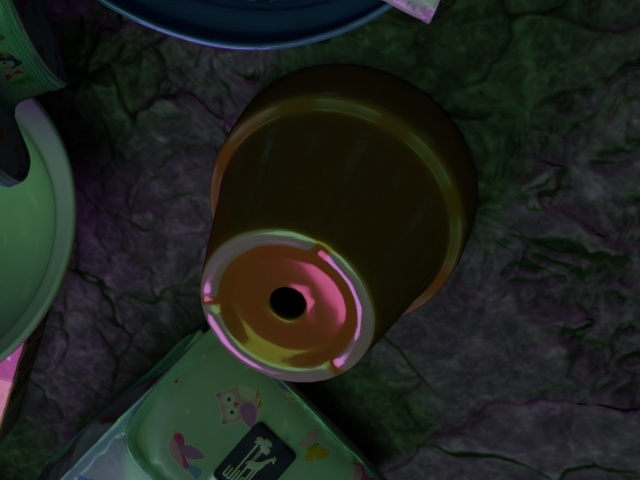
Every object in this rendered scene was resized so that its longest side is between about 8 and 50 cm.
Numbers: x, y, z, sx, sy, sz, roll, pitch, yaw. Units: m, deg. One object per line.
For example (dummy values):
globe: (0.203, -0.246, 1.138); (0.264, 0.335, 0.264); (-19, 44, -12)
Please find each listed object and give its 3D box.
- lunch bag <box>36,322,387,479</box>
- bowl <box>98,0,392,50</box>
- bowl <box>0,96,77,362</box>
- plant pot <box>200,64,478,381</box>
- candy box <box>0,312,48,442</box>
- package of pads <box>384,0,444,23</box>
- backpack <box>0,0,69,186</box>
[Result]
lunch bag: (-0.099, 0.216, 1.306); (0.262, 0.160, 0.223); (-42, 98, 20)
bowl: (-0.059, -0.323, 1.022); (0.391, 0.077, 0.391); (8, 122, 13)
bowl: (-0.331, -0.003, 1.224); (0.297, 0.298, 0.134); (17, 167, 7)
plant pot: (0.000, 0.000, 1.126); (0.205, 0.188, 0.205); (8, 121, 13)
candy box: (-0.311, 0.093, 1.359); (0.109, 0.053, 0.187); (25, 125, 2)
package of pads: (0.045, -0.178, 0.998); (0.083, 0.050, 0.032); (27, 124, 1)
backpack: (-0.290, -0.145, 1.073); (0.191, 0.225, 0.254); (-17, 71, 2)
